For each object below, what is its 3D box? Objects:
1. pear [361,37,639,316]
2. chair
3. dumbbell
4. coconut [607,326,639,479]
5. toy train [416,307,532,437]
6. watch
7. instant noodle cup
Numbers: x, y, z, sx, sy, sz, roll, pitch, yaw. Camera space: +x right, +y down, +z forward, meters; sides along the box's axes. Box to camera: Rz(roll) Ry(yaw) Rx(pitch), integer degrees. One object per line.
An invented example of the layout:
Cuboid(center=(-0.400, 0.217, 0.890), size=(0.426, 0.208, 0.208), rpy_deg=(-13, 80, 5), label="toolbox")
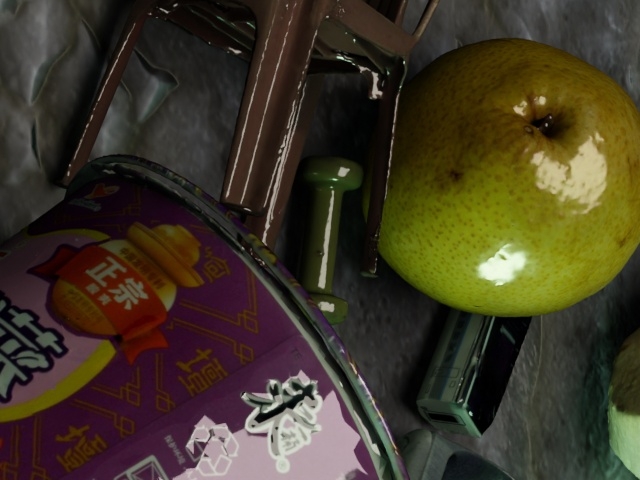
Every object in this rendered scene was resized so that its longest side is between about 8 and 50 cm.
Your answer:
Cuboid(center=(0.135, -0.043, 1.351), size=(0.209, 0.209, 0.208), rpy_deg=(1, 88, -44), label="pear")
Cuboid(center=(-0.011, -0.154, 1.243), size=(0.183, 0.176, 0.326), rpy_deg=(27, 74, -49), label="chair")
Cuboid(center=(0.000, 0.000, 1.334), size=(0.046, 0.052, 0.117), rpy_deg=(9, 81, -17), label="dumbbell")
Cuboid(center=(0.355, 0.130, 1.576), size=(0.237, 0.197, 0.236), rpy_deg=(8, 79, -42), label="coconut")
Cuboid(center=(0.137, 0.030, 1.471), size=(0.055, 0.048, 0.251), rpy_deg=(54, 49, -41), label="toy train")
Cuboid(center=(0.112, 0.238, 1.366), size=(0.193, 0.068, 0.206), rpy_deg=(42, 28, -11), label="watch")
Cuboid(center=(-0.147, 0.158, 1.030), size=(0.266, 0.340, 0.339), rpy_deg=(-31, 111, -27), label="instant noodle cup")
